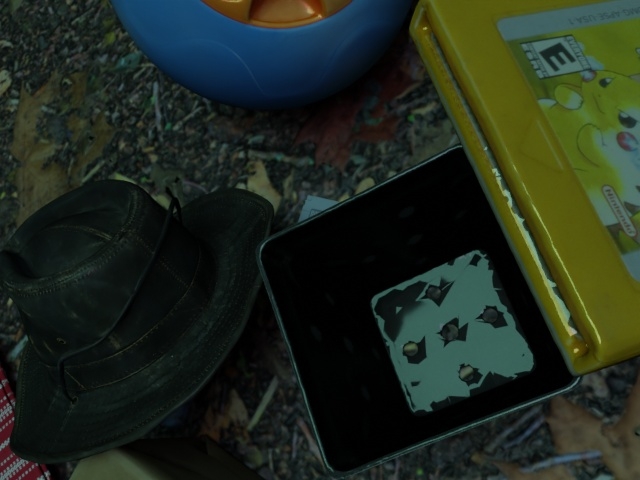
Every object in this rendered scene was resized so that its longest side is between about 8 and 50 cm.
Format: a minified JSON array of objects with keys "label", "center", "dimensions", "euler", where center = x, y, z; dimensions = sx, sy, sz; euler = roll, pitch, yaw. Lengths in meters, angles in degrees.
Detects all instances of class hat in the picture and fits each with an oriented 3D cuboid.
[{"label":"hat","center":[-0.203,0.036,0.641],"dimensions":[0.331,0.134,0.331],"euler":[-29,34,22]}]

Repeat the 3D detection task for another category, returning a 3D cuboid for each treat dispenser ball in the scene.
[{"label":"treat dispenser ball","center":[-0.052,-0.263,0.657],"dimensions":[0.288,0.288,0.288],"euler":[-5,75,21]}]

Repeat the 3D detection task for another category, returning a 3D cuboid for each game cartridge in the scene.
[{"label":"game cartridge","center":[0.000,0.000,0.720],"dimensions":[0.055,0.017,0.083],"euler":[14,83,28]},{"label":"game cartridge","center":[0.261,-0.082,0.527],"dimensions":[0.323,0.053,0.286],"euler":[-15,69,-16]}]

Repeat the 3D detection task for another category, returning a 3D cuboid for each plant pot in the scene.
[{"label":"plant pot","center":[0.086,0.066,0.585],"dimensions":[0.188,0.167,0.188],"euler":[-25,68,13]}]

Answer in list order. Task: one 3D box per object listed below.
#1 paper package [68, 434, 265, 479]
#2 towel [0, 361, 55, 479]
[{"label":"paper package","center":[-0.114,0.369,0.590],"dimensions":[0.309,0.168,0.325],"euler":[28,88,25]},{"label":"towel","center":[-0.403,0.236,0.816],"dimensions":[0.199,0.031,0.275],"euler":[-42,64,10]}]
